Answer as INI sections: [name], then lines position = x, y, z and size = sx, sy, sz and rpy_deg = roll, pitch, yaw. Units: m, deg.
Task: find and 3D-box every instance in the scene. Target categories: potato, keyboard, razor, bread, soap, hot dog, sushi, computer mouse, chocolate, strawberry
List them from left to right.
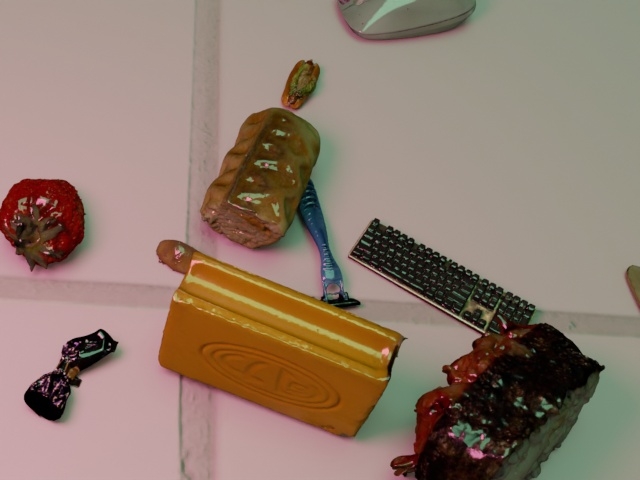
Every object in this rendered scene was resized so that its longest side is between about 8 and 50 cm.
[strawberry]
position = -0.426, -0.035, 1.509
size = 0.131, 0.131, 0.148
rpy_deg = 1, 25, -13
[chocolate]
position = -0.355, 0.187, 1.404
size = 0.072, 0.070, 0.147
rpy_deg = 23, 42, 16
[potato]
position = -0.218, 0.026, 1.556
size = 0.093, 0.036, 0.037
rpy_deg = 23, 50, 2
[bread]
position = -0.091, -0.112, 1.628
size = 0.152, 0.130, 0.268
rpy_deg = 13, 52, 10
[soap]
position = -0.060, 0.158, 1.398
size = 0.324, 0.204, 0.096
rpy_deg = 21, 52, 0
[hot dog]
position = -0.035, -0.293, 1.826
size = 0.056, 0.041, 0.133
rpy_deg = 20, 53, 2
[razor]
position = 0.000, 0.000, 1.625
size = 0.081, 0.042, 0.253
rpy_deg = -5, 56, -15
[computer mouse]
position = 0.179, -0.491, 1.987
size = 0.288, 0.097, 0.160
rpy_deg = -9, 60, -20
[keyboard]
position = 0.203, 0.066, 1.635
size = 0.317, 0.027, 0.106
rpy_deg = 29, 54, 9
[sushi]
position = 0.250, 0.261, 1.424
size = 0.182, 0.196, 0.343
rpy_deg = 31, 46, 33

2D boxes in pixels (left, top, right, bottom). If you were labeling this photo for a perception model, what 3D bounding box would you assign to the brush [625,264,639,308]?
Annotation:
[brush]
position = 0.584, 0.182, 1.647
size = 0.085, 0.020, 0.337
rpy_deg = -2, 55, -14
